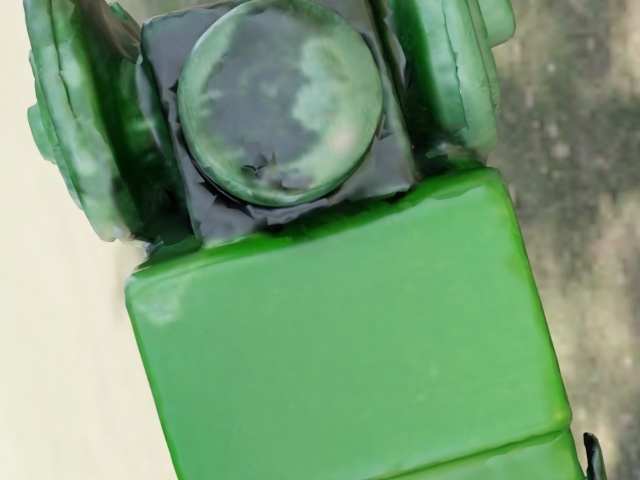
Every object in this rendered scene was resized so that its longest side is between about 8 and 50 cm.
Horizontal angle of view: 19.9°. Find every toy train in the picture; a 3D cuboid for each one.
[{"bbox_3d":[0.000,0.000,0.536,0.243,0.132,0.188,-49,-57,-89],"label":"toy train"}]
